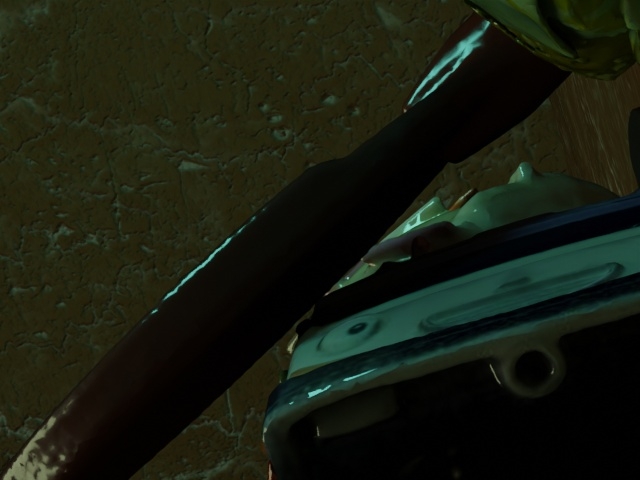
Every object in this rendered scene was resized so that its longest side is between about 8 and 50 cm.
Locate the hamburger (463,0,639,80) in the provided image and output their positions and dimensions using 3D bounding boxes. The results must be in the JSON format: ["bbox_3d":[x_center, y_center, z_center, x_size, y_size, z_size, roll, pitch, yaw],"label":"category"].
[{"bbox_3d":[0.055,-0.131,0.511,0.214,0.125,0.235,53,-174,14],"label":"hamburger"}]

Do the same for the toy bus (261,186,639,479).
[{"bbox_3d":[0.142,0.194,0.732,0.249,0.209,0.440,-80,-29,-71],"label":"toy bus"}]

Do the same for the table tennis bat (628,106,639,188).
[{"bbox_3d":[0.239,-0.006,1.225,0.274,0.021,0.154,54,-159,-78],"label":"table tennis bat"}]

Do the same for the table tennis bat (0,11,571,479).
[{"bbox_3d":[0.000,0.000,0.793,0.051,0.414,0.268,46,-172,6],"label":"table tennis bat"}]

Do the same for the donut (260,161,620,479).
[{"bbox_3d":[0.110,0.152,0.995,0.382,0.142,0.383,7,-99,-48],"label":"donut"}]
